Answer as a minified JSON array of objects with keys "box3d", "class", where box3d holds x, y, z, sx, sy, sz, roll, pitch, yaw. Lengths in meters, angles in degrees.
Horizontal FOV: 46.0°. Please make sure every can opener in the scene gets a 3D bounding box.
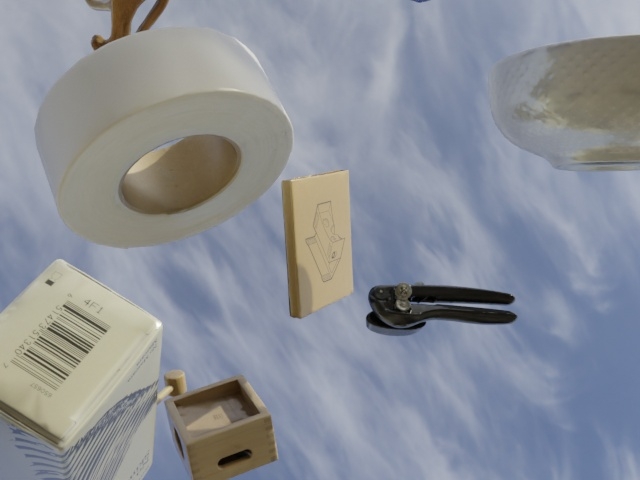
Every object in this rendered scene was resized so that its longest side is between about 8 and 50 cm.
[{"box3d":[0.147,0.077,0.914,0.186,0.073,0.059,-3,-113,-4],"class":"can opener"}]

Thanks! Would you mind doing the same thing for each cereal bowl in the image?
[{"box3d":[0.398,-0.170,1.025,0.338,0.339,0.141,0,-89,-9],"class":"cereal bowl"}]

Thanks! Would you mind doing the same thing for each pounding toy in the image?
[{"box3d":[-0.187,0.278,1.138,0.181,0.206,0.094,-16,-66,-20],"class":"pounding toy"}]

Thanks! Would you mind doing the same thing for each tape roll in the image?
[{"box3d":[-0.179,-0.110,0.883,0.286,0.100,0.286,-23,-24,-11],"class":"tape roll"}]

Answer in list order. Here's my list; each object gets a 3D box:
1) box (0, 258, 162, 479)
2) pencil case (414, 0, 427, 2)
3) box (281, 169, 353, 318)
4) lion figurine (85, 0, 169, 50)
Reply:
[{"box3d":[-0.194,0.145,0.587,0.094,0.113,0.275,29,-36,8],"class":"box"},{"box3d":[0.035,-0.384,0.791,0.306,0.119,0.133,28,-73,-32],"class":"pencil case"},{"box3d":[0.000,0.000,1.137,0.021,0.164,0.201,3,-78,32],"class":"box"},{"box3d":[-0.325,-0.480,1.153,0.240,0.142,0.392,-27,-63,19],"class":"lion figurine"}]
